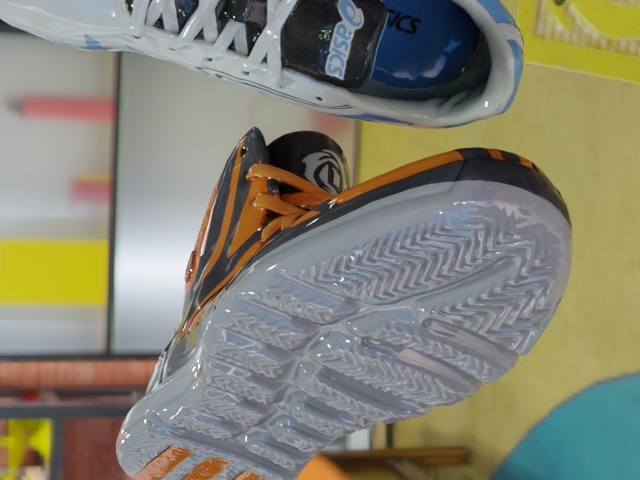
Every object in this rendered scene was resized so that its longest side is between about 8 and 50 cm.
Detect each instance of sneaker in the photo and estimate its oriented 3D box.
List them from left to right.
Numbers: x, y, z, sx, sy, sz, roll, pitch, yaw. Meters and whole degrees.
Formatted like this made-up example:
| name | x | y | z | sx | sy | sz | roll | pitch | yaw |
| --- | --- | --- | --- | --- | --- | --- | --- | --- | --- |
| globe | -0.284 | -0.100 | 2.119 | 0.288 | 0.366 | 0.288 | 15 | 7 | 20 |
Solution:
| name | x | y | z | sx | sy | sz | roll | pitch | yaw |
| --- | --- | --- | --- | --- | --- | --- | --- | --- | --- |
| sneaker | -0.024 | -0.099 | 0.563 | 0.086 | 0.237 | 0.085 | -128 | 49 | -67 |
| sneaker | 0.000 | 0.000 | 0.671 | 0.321 | 0.124 | 0.180 | -36 | 34 | 47 |

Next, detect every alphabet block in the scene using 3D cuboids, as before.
| name | x | y | z | sx | sy | sz | roll | pitch | yaw |
| --- | --- | --- | --- | --- | --- | --- | --- | --- | --- |
| alphabet block | 0.305 | -0.267 | 1.293 | 0.197 | 0.192 | 0.193 | -46 | -36 | -56 |

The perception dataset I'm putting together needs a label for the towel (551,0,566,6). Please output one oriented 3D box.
| name | x | y | z | sx | sy | sz | roll | pitch | yaw |
| --- | --- | --- | --- | --- | --- | --- | --- | --- | --- |
| towel | 0.112 | -0.256 | 0.811 | 0.102 | 0.021 | 0.237 | 43 | -145 | -49 |
